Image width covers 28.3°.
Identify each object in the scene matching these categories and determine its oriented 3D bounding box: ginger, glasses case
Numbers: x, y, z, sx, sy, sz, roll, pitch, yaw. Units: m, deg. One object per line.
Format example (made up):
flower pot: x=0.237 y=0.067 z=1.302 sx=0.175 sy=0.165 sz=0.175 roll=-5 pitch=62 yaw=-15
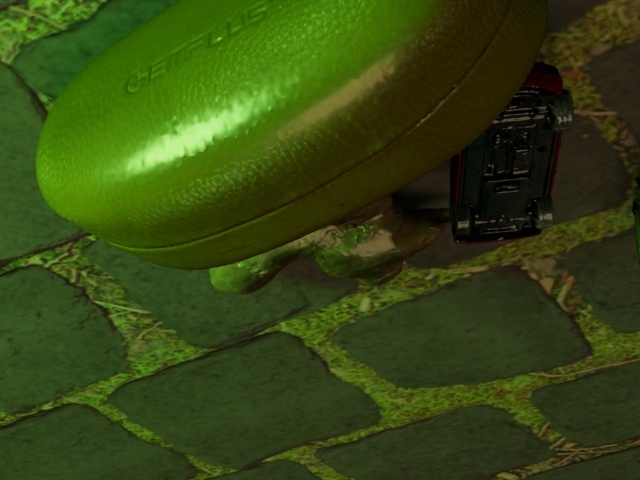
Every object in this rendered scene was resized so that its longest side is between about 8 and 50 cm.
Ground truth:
ginger: x=0.000 y=0.007 z=1.107 sx=0.214 sy=0.059 sz=0.133 roll=-30 pitch=134 yaw=29
glasses case: x=-0.036 y=-0.099 z=0.844 sx=0.371 sy=0.173 sz=0.141 roll=-25 pitch=145 yaw=27

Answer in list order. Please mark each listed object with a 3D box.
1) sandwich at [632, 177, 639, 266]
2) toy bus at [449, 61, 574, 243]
sandwich: x=0.387 y=-0.010 z=1.081 sx=0.236 sy=0.128 sz=0.122 roll=-3 pitch=154 yaw=-2
toy bus: x=0.138 y=-0.077 z=0.975 sx=0.081 sy=0.089 sz=0.195 roll=-6 pitch=147 yaw=0
